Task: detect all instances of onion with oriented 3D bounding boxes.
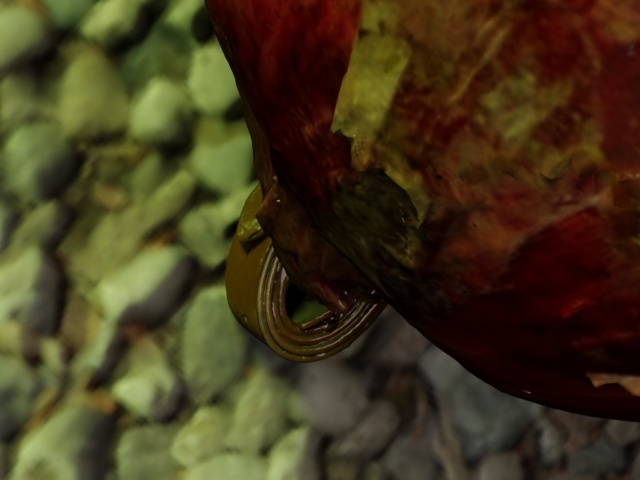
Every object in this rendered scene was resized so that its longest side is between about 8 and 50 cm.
[{"bbox_3d":[0.081,-0.072,0.483,0.276,0.276,0.276,-12,113,-28],"label":"onion"}]

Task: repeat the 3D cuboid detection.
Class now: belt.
[{"bbox_3d":[0.000,0.000,0.602,0.059,0.036,0.083,33,88,-30],"label":"belt"}]
